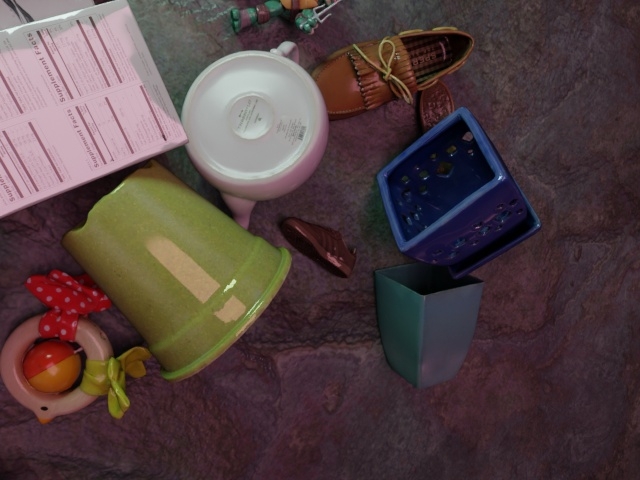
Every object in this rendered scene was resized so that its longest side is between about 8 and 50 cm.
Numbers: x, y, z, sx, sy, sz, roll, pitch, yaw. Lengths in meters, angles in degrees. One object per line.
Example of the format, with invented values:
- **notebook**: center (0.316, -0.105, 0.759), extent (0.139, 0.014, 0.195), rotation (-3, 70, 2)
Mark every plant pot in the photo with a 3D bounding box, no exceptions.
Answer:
- **plant pot**: center (0.280, -0.077, 0.970), extent (0.236, 0.235, 0.212), rotation (-38, 129, 26)
- **plant pot**: center (0.228, 0.186, 1.056), extent (0.166, 0.165, 0.234), rotation (-9, 108, -27)
- **plant pot**: center (-0.230, 0.026, 0.743), extent (0.254, 0.276, 0.276), rotation (47, 75, -16)

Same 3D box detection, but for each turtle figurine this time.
- **turtle figurine**: center (-0.044, -0.435, 0.854), extent (0.234, 0.118, 0.175), rotation (-10, 86, -11)

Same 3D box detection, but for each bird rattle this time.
- **bird rattle**: center (-0.392, 0.174, 0.748), extent (0.207, 0.143, 0.253), rotation (-31, 107, -4)

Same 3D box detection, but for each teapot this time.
- **teapot**: center (-0.101, -0.182, 0.824), extent (0.256, 0.187, 0.252), rotation (-28, 84, 0)

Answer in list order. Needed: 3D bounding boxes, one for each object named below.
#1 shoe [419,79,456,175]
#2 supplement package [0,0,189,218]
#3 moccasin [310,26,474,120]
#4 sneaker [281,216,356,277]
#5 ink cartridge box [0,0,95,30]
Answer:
- **shoe**: center (0.262, -0.243, 1.079), extent (0.077, 0.058, 0.218), rotation (-10, 98, 5)
- **supplement package**: center (-0.362, -0.174, 0.671), extent (0.263, 0.199, 0.198), rotation (-29, 110, -22)
- **moccasin**: center (0.141, -0.329, 0.946), extent (0.380, 0.147, 0.139), rotation (-21, 106, -24)
- **sneaker**: center (0.000, 0.000, 0.972), extent (0.188, 0.066, 0.071), rotation (42, 60, -31)
- **ink cartridge box**: center (-0.411, -0.325, 0.610), extent (0.208, 0.153, 0.086), rotation (-25, 137, -14)
